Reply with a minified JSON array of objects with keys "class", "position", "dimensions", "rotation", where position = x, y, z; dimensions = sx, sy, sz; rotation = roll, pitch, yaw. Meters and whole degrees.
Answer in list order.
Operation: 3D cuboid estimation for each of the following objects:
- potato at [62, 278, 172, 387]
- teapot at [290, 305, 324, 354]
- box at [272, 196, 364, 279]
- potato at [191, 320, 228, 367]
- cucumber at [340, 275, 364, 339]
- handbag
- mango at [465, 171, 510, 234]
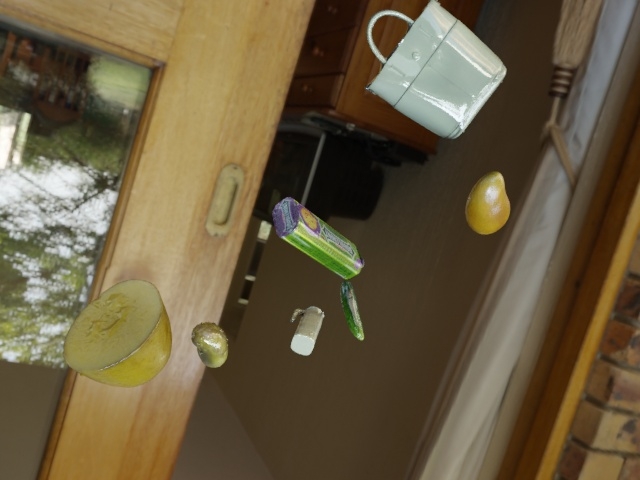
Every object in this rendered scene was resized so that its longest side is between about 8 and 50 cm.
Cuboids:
[{"class":"potato","position":[-0.358,0.200,1.143],"dimensions":[0.178,0.158,0.203],"rotation":[-5,-139,13]},{"class":"teapot","position":[-0.056,0.295,2.051],"dimensions":[0.107,0.077,0.200],"rotation":[18,-155,4]},{"class":"box","position":[0.000,0.000,1.862],"dimensions":[0.345,0.097,0.134],"rotation":[36,-152,-45]},{"class":"potato","position":[-0.254,0.239,1.407],"dimensions":[0.091,0.070,0.138],"rotation":[36,151,23]},{"class":"cucumber","position":[0.074,0.166,1.498],"dimensions":[0.039,0.168,0.039],"rotation":[-12,164,-4]},{"class":"handbag","position":[0.235,-0.392,1.353],"dimensions":[0.315,0.241,0.109],"rotation":[35,-167,-4]},{"class":"mango","position":[0.375,-0.078,1.356],"dimensions":[0.085,0.102,0.184],"rotation":[58,173,31]}]
